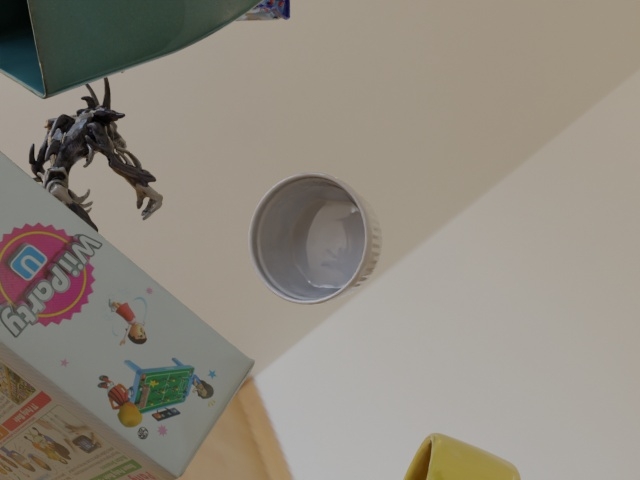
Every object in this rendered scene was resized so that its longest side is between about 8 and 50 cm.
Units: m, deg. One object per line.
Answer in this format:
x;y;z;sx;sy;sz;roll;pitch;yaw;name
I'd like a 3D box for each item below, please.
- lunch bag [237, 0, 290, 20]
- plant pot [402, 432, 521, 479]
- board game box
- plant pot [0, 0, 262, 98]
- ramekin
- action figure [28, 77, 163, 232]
-0.167;-0.490;1.499;0.138;0.220;0.293;-11;104;-70;lunch bag
0.163;0.327;0.852;0.239;0.254;0.254;22;11;3;plant pot
-0.226;0.046;0.634;0.303;0.224;0.097;42;54;-11;board game box
-0.156;-0.237;0.768;0.165;0.234;0.166;29;-47;44;plant pot
0.000;0.000;1.558;0.207;0.207;0.109;54;17;19;ramekin
-0.292;-0.063;1.211;0.141;0.164;0.276;38;61;-46;action figure
